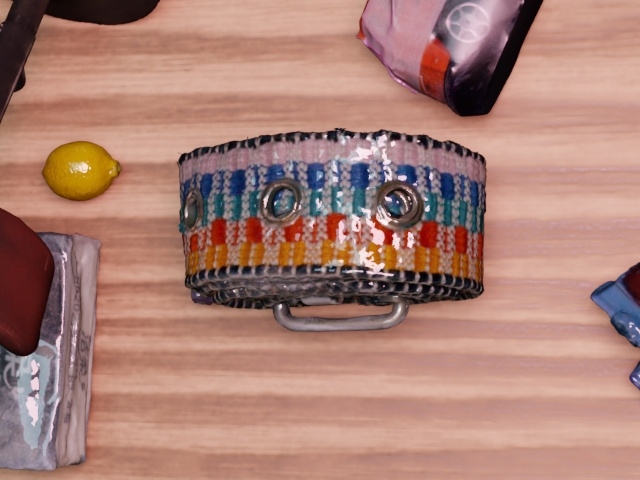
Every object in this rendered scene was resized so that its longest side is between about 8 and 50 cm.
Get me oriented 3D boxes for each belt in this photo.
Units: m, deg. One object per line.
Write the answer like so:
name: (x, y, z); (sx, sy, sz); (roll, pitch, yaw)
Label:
belt: (0.000, 0.000, 1.033); (0.295, 0.207, 0.160); (-2, 82, 14)

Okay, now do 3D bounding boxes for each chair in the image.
chair: (-0.302, -0.105, 1.041); (0.227, 0.226, 0.400); (7, 65, 13)

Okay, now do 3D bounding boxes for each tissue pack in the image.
tissue pack: (-0.381, 0.106, 1.161); (0.316, 0.103, 0.227); (0, 84, 13)

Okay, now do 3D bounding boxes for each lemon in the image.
lemon: (-0.239, -0.070, 1.169); (0.083, 0.062, 0.062); (-2, 84, 9)

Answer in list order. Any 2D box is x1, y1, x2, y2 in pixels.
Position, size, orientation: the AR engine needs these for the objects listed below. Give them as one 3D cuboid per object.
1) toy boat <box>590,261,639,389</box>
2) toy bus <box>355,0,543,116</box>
toy boat: (0.326, 0.113, 1.007); (0.223, 0.100, 0.097); (41, 118, 13)
toy bus: (0.149, -0.272, 1.071); (0.147, 0.127, 0.302); (26, 92, 19)
